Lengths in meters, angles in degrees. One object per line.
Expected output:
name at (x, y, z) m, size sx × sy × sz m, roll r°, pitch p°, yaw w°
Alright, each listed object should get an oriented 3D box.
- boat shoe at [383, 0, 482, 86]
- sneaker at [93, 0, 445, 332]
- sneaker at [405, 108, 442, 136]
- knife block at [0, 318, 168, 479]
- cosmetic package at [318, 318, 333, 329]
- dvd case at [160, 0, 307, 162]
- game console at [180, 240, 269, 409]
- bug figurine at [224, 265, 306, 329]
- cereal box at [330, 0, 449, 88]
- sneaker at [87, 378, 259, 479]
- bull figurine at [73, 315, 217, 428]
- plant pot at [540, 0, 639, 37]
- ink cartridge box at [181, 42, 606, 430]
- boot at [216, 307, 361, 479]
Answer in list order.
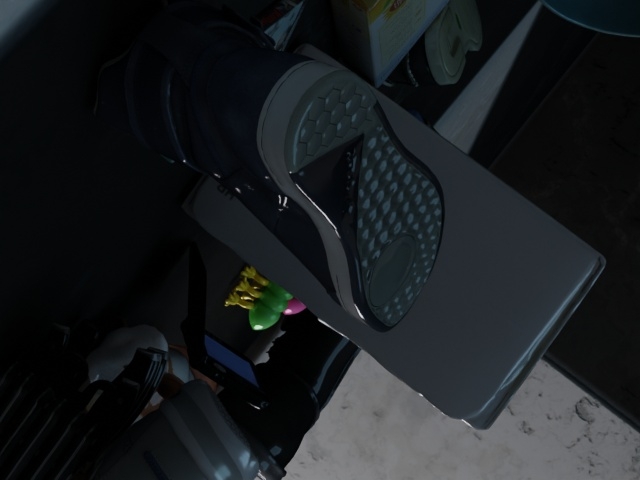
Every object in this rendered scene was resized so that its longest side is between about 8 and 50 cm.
boat shoe at (0.100, -0.197, 1.376) m, size 0.079 × 0.084 × 0.233 m, roll -13°, pitch -162°, yaw 22°
sneaker at (-0.027, -0.044, 0.810) m, size 0.086 × 0.163 × 0.226 m, roll -54°, pitch 147°, yaw -17°
sneaker at (0.107, -0.095, 1.804) m, size 0.067 × 0.078 × 0.188 m, roll -51°, pitch 175°, yaw -19°
knife block at (-0.220, 0.183, 1.065) m, size 0.242 × 0.088 × 0.275 m, roll -45°, pitch 169°, yaw -41°
cosmetic package at (0.102, 0.016, 1.618) m, size 0.231 × 0.117 × 0.085 m, roll -59°, pitch 177°, yaw -2°
dvd case at (-0.057, -0.110, 0.981) m, size 0.119 × 0.013 × 0.087 m, roll -47°, pitch 171°, yaw -43°
game console at (-0.076, 0.068, 1.201) m, size 0.071 × 0.107 × 0.122 m, roll -54°, pitch -166°, yaw 5°
bug figurine at (0.000, 0.000, 1.620) m, size 0.216 × 0.072 × 0.279 m, roll -54°, pitch 173°, yaw 12°
cereal box at (0.078, -0.221, 1.152) m, size 0.173 × 0.047 × 0.240 m, roll -51°, pitch 173°, yaw -4°
sneaker at (-0.122, 0.173, 1.024) m, size 0.115 × 0.105 × 0.281 m, roll -29°, pitch 163°, yaw -18°
bull figurine at (-0.163, 0.153, 1.243) m, size 0.188 × 0.101 × 0.310 m, roll -49°, pitch 171°, yaw 3°
plant pot at (0.361, -0.362, 1.521) m, size 0.290 × 0.290 × 0.195 m, roll 107°, pitch -13°, yaw -70°
ink cartridge box at (0.079, -0.001, 1.263) m, size 0.166 × 0.285 × 0.395 m, roll -55°, pitch 173°, yaw 5°
boot at (0.023, 0.112, 1.989) m, size 0.445 × 0.146 × 0.367 m, roll -49°, pitch 180°, yaw -7°
